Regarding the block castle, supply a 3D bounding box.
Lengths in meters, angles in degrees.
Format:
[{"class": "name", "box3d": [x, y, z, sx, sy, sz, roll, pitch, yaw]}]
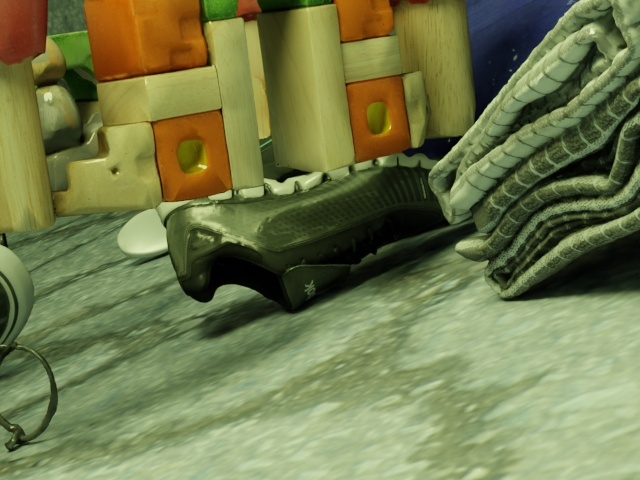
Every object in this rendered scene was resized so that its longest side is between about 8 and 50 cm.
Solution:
[{"class": "block castle", "box3d": [-0.127, -0.146, 1.219, 0.453, 0.212, 0.303, -14, 11, -40]}]

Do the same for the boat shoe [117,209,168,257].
[{"class": "boat shoe", "box3d": [-0.137, -0.015, 1.795, 0.142, 0.049, 0.040, -25, -24, -14]}]

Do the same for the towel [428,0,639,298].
[{"class": "towel", "box3d": [0.204, -0.085, 0.984, 0.235, 0.121, 0.283, -34, -7, -25]}]

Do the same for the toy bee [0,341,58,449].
[{"class": "toy bee", "box3d": [-0.343, 0.078, 1.167, 0.298, 0.195, 0.162, -19, -4, 40]}]

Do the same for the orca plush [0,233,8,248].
[{"class": "orca plush", "box3d": [-0.373, 0.093, 1.651, 0.287, 0.102, 0.151, -17, -43, -53]}]

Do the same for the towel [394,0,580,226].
[{"class": "towel", "box3d": [0.145, -0.140, 1.420, 0.228, 0.076, 0.308, -29, 30, 34]}]

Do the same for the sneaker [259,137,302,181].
[{"class": "sneaker", "box3d": [-0.019, -0.129, 1.991, 0.267, 0.106, 0.101, -19, 8, 5]}]

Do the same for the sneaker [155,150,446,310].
[{"class": "sneaker", "box3d": [0.000, 0.000, 1.268, 0.234, 0.106, 0.078, -6, -27, 0]}]

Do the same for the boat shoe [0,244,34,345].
[{"class": "boat shoe", "box3d": [-0.369, 0.098, 1.418, 0.306, 0.113, 0.105, -21, 15, 17]}]
